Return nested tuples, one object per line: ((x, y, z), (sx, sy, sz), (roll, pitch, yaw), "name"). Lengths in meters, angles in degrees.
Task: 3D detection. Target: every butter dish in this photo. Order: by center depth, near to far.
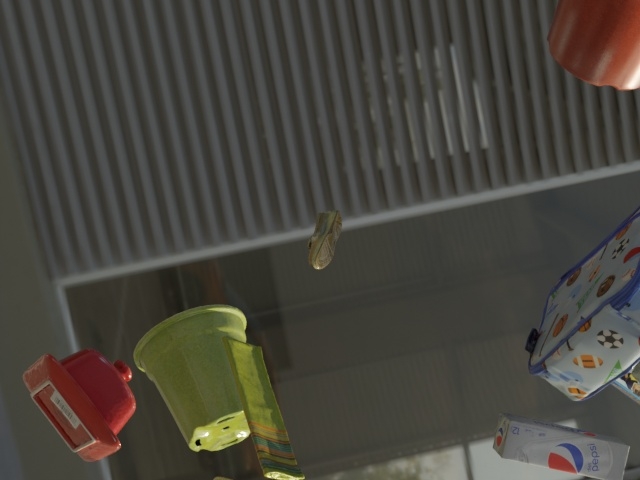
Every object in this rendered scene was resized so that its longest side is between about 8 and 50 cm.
((-0.311, 0.208, 1.406), (0.160, 0.118, 0.160), (53, -34, -2), "butter dish")

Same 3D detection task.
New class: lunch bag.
((0.425, 0.084, 1.501), (0.303, 0.115, 0.243), (-52, -173, 49), "lunch bag")

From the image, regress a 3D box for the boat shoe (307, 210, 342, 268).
((0.000, -0.002, 1.920), (0.153, 0.048, 0.056), (-69, 152, -45), "boat shoe")

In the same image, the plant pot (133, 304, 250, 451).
((-0.255, 0.328, 2.320), (0.276, 0.276, 0.254), (87, -20, -59), "plant pot")

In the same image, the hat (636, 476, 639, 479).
((0.476, 0.387, 1.214), (0.173, 0.208, 0.184), (-43, -155, 34), "hat")

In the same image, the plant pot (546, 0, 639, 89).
((0.528, -0.420, 1.749), (0.265, 0.272, 0.272), (105, -23, -44), "plant pot")

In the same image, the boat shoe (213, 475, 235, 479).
((-0.166, 0.720, 2.526), (0.121, 0.110, 0.341), (-10, -56, 48), "boat shoe")

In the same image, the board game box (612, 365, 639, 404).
((0.744, 0.199, 2.290), (0.302, 0.308, 0.086), (35, -5, -26), "board game box")

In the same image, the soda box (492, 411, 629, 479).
((0.547, 0.472, 2.333), (0.098, 0.286, 0.091), (-154, -103, -85), "soda box")

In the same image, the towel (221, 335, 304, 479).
((-0.090, 0.261, 1.592), (0.102, 0.021, 0.237), (33, 31, -57), "towel")

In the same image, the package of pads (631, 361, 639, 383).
((0.844, 0.266, 2.204), (0.229, 0.296, 0.101), (-65, -161, 12), "package of pads")
